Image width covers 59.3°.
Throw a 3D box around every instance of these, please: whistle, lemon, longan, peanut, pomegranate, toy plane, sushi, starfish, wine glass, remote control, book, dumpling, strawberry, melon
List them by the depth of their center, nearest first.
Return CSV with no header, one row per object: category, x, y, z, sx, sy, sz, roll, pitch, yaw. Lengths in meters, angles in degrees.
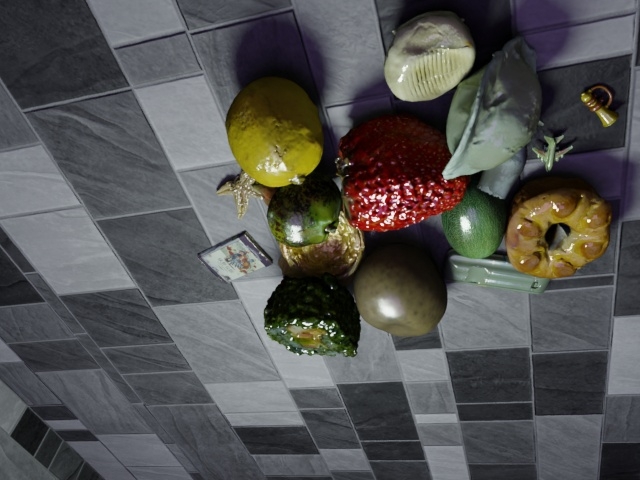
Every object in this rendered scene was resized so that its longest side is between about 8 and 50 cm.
dumpling,0.418,-0.311,1.328,0.211,0.321,0.270,11,159,-8
whistle,0.704,-0.342,1.410,0.109,0.046,0.057,41,141,-17
wine glass,0.487,-0.221,1.450,0.103,0.103,0.222,22,97,-9
lemon,-0.120,-0.283,1.464,0.260,0.260,0.284,-9,104,18
strawberry,0.215,-0.177,1.485,0.351,0.267,0.312,0,100,13
toy plane,0.623,-0.236,1.519,0.102,0.040,0.111,2,133,11
melon,0.435,-0.074,1.605,0.182,0.182,0.288,-6,131,16
pomegranate,-0.070,-0.091,1.623,0.276,0.222,0.204,4,123,47
starfish,-0.214,-0.155,1.746,0.247,0.050,0.138,-27,124,33
longan,0.255,0.165,1.800,0.288,0.289,0.350,-29,128,31
remote control,0.569,0.107,1.819,0.335,0.066,0.128,8,134,4
sushi,-0.031,0.255,1.827,0.293,0.178,0.352,-4,149,19
peanut,-0.014,0.097,1.893,0.263,0.101,0.117,7,101,1
book,-0.302,0.068,1.976,0.231,0.026,0.157,-23,124,28

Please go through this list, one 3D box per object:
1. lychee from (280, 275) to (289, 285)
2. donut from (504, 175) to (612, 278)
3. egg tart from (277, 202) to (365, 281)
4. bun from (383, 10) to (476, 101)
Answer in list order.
lychee,-0.087,0.169,1.969,0.114,0.114,0.146,-11,141,20
donut,0.666,-0.036,1.603,0.299,0.150,0.317,24,130,-18
egg tart,0.000,0.000,1.786,0.290,0.107,0.291,-1,109,-3
bun,0.255,-0.447,1.341,0.229,0.145,0.229,-15,158,-6
